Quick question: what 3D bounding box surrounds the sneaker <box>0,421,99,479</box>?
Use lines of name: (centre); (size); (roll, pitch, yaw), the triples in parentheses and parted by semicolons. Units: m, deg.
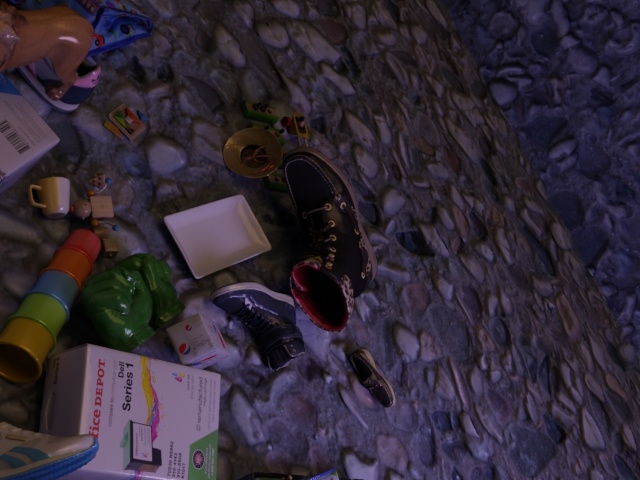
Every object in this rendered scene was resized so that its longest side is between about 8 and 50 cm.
sneaker: (-0.438, 0.306, 1.387); (0.229, 0.087, 0.092); (-10, 63, -10)

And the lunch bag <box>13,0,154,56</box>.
lunch bag: (-0.483, -0.513, 2.012); (0.221, 0.138, 0.293); (42, 25, 4)

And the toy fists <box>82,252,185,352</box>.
toy fists: (-0.330, 0.101, 1.707); (0.142, 0.096, 0.279); (57, 17, -4)

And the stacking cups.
stacking cups: (-0.449, 0.102, 1.623); (0.096, 0.096, 0.316); (45, 34, -18)

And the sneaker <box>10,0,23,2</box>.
sneaker: (-0.661, -0.550, 1.813); (0.147, 0.130, 0.330); (-36, 67, -17)

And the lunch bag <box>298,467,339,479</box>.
lunch bag: (-0.023, 0.496, 1.726); (0.151, 0.096, 0.129); (-12, 75, -39)

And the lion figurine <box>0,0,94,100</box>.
lion figurine: (-0.453, -0.295, 1.441); (0.142, 0.240, 0.392); (54, 33, -5)

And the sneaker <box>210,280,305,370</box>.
sneaker: (-0.121, 0.178, 1.963); (0.226, 0.086, 0.163); (18, 48, -44)

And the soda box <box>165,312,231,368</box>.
soda box: (-0.220, 0.187, 1.750); (0.074, 0.069, 0.216); (63, -4, 9)

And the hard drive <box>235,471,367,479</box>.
hard drive: (-0.007, 0.569, 1.817); (0.339, 0.064, 0.237); (17, 51, -44)

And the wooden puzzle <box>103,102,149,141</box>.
wooden puzzle: (-0.405, -0.249, 2.013); (0.078, 0.014, 0.116); (45, 36, -17)

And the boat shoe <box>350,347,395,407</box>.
boat shoe: (0.113, 0.317, 2.177); (0.049, 0.056, 0.152); (-16, 67, -49)

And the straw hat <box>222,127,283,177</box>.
straw hat: (-0.153, -0.187, 2.228); (0.061, 0.144, 0.144); (81, -2, -61)

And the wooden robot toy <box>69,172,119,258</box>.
wooden robot toy: (-0.429, -0.047, 1.779); (0.079, 0.076, 0.173); (-1, 74, -37)

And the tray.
tray: (-0.220, -0.008, 2.038); (0.270, 0.030, 0.145); (-22, 81, -55)

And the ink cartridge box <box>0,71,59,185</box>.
ink cartridge box: (-0.603, -0.135, 1.517); (0.198, 0.197, 0.270); (51, 34, -9)

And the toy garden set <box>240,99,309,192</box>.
toy garden set: (-0.081, -0.232, 2.367); (0.204, 0.049, 0.244); (6, 59, -49)

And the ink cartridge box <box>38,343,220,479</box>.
ink cartridge box: (-0.309, 0.300, 1.581); (0.278, 0.117, 0.201); (21, 60, -41)

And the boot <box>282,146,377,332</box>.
boot: (0.000, 0.000, 2.146); (0.377, 0.138, 0.284); (66, 23, -20)

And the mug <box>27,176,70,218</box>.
mug: (-0.491, -0.074, 1.741); (0.078, 0.062, 0.064); (-6, 75, -20)

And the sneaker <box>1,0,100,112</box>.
sneaker: (-0.556, -0.397, 1.839); (0.319, 0.131, 0.112); (42, 37, -21)
